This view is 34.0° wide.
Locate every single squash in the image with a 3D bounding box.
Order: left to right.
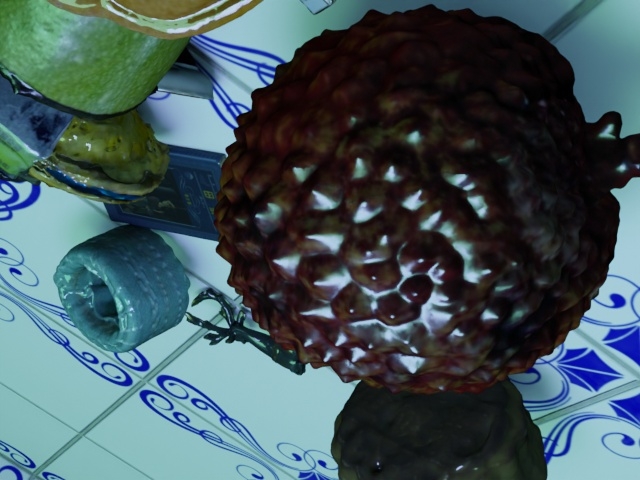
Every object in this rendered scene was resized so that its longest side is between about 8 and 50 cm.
[{"bbox_3d":[-0.206,-0.337,1.120,0.309,0.310,0.310,-33,115,33],"label":"squash"}]

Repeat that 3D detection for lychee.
[{"bbox_3d":[0.127,-0.042,1.117,0.500,0.424,0.424,-8,134,20],"label":"lychee"}]

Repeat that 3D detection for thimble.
[{"bbox_3d":[-0.338,0.075,1.765,0.235,0.143,0.198,22,125,35],"label":"thimble"}]

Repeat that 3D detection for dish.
[{"bbox_3d":[-0.205,-0.235,1.382,0.141,0.078,0.141,9,-174,-1],"label":"dish"}]

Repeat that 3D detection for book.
[{"bbox_3d":[-0.247,-0.080,1.649,0.269,0.025,0.191,11,142,23],"label":"book"}]

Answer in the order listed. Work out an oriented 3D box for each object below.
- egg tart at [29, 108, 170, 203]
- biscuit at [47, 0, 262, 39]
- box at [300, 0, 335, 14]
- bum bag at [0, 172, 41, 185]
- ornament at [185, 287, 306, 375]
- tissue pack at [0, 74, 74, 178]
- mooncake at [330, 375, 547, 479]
[{"bbox_3d":[-0.333,-0.162,1.443,0.291,0.291,0.107,30,112,-3],"label":"egg tart"},{"bbox_3d":[-0.196,-0.360,0.889,0.455,0.078,0.349,23,129,-7],"label":"biscuit"},{"bbox_3d":[-0.060,-0.390,0.982,0.325,0.180,0.047,44,156,-20],"label":"box"},{"bbox_3d":[-0.530,-0.216,1.610,0.144,0.095,0.340,3,133,42],"label":"bum bag"},{"bbox_3d":[-0.123,0.141,1.801,0.236,0.080,0.202,22,149,8],"label":"ornament"},{"bbox_3d":[-0.427,-0.305,1.254,0.394,0.288,0.124,41,147,-19],"label":"tissue pack"},{"bbox_3d":[0.177,0.319,1.620,0.324,0.324,0.187,2,135,33],"label":"mooncake"}]
